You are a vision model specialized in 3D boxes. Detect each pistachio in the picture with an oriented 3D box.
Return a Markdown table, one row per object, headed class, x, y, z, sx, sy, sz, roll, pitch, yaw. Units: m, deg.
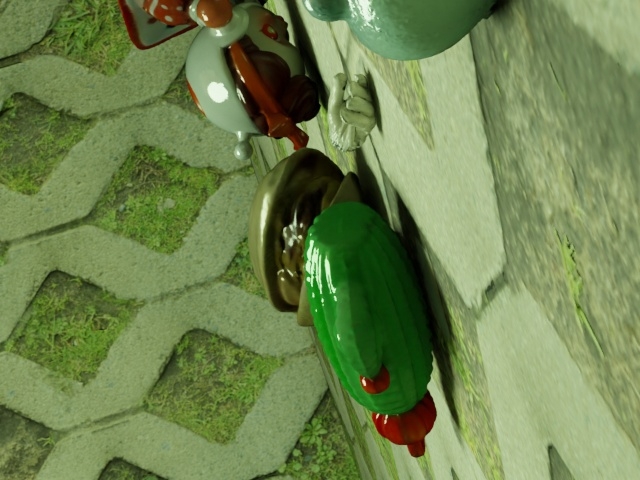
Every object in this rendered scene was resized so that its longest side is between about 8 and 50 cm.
| class | x | y | z | sx | sy | sz | roll | pitch | yaw |
| --- | --- | --- | --- | --- | --- | --- | --- | --- | --- |
| pistachio | 0.000 | 0.000 | 1.248 | 0.129 | 0.131 | 0.206 | 23 | 152 | 14 |

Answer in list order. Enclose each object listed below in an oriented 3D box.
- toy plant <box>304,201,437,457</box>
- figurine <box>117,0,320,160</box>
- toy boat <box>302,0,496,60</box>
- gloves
| class | x | y | z | sx | sy | sz | roll | pitch | yaw |
| --- | --- | --- | --- | --- | --- | --- | --- | --- | --- |
| toy plant | 0.047 | 0.068 | 1.121 | 0.240 | 0.088 | 0.154 | 58 | -159 | -59 |
| figurine | -0.078 | -0.180 | 1.344 | 0.226 | 0.160 | 0.183 | 60 | 172 | 23 |
| toy boat | 0.010 | -0.174 | 0.610 | 0.134 | 0.079 | 0.207 | 104 | 149 | -77 |
| gloves | 0.021 | -0.094 | 1.033 | 0.044 | 0.037 | 0.081 | 44 | 157 | 13 |
